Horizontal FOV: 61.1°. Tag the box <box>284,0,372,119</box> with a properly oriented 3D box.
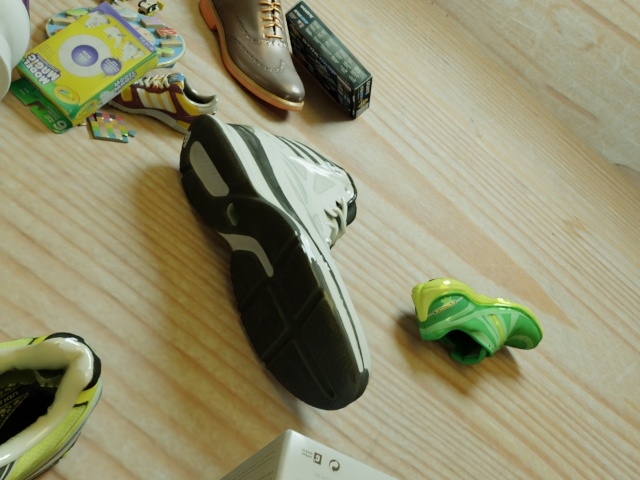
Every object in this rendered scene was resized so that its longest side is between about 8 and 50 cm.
[{"bbox_3d":[0.018,-0.377,1.157,0.220,0.051,0.175,49,-3,8],"label":"box"}]

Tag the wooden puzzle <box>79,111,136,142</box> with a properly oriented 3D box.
[{"bbox_3d":[-0.305,-0.163,0.777,0.083,0.006,0.049,0,54,-42],"label":"wooden puzzle"}]

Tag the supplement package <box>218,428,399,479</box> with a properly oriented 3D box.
[{"bbox_3d":[-0.022,0.337,0.408,0.175,0.177,0.293,31,39,-16],"label":"supplement package"}]

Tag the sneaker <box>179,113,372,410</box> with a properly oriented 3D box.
[{"bbox_3d":[0.000,-0.001,0.761,0.257,0.169,0.448,-5,55,-42],"label":"sneaker"}]

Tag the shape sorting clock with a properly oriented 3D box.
[{"bbox_3d":[-0.317,-0.323,0.851,0.206,0.040,0.206,14,37,-11],"label":"shape sorting clock"}]

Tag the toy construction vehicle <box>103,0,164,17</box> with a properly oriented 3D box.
[{"bbox_3d":[-0.341,-0.434,0.990,0.085,0.035,0.098,24,37,-6],"label":"toy construction vehicle"}]

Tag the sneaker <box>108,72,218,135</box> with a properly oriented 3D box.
[{"bbox_3d":[-0.249,-0.231,0.829,0.185,0.084,0.070,17,44,-30],"label":"sneaker"}]

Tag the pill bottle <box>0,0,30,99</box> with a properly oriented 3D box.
[{"bbox_3d":[-0.444,-0.301,0.652,0.169,0.169,0.302,6,50,-38],"label":"pill bottle"}]

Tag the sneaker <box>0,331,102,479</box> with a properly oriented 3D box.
[{"bbox_3d":[-0.320,0.158,0.342,0.145,0.147,0.384,50,39,6],"label":"sneaker"}]

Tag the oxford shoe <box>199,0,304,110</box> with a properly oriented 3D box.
[{"bbox_3d":[-0.125,-0.411,1.073,0.130,0.133,0.364,-11,62,-47],"label":"oxford shoe"}]

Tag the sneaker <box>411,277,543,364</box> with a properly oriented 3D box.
[{"bbox_3d":[0.264,0.154,0.925,0.295,0.109,0.124,19,66,-30],"label":"sneaker"}]

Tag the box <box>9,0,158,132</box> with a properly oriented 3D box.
[{"bbox_3d":[-0.326,-0.236,0.742,0.105,0.043,0.179,43,71,1],"label":"box"}]
